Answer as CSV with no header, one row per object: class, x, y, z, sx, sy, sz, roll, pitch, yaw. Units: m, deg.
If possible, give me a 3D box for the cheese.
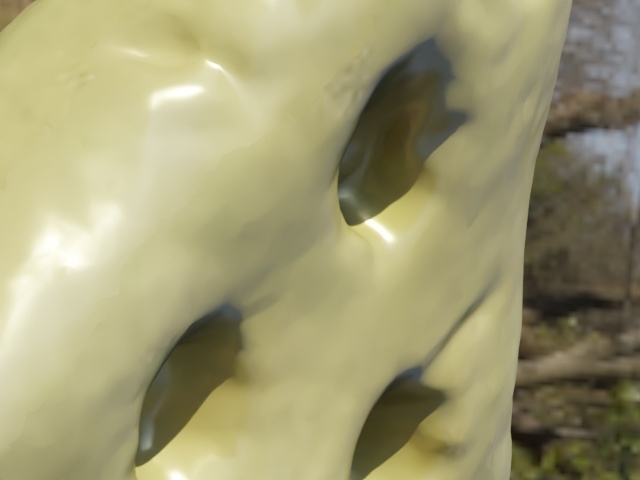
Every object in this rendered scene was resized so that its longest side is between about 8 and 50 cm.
cheese,-0.049,-0.009,0.566,0.328,0.129,0.351,-24,127,-45
